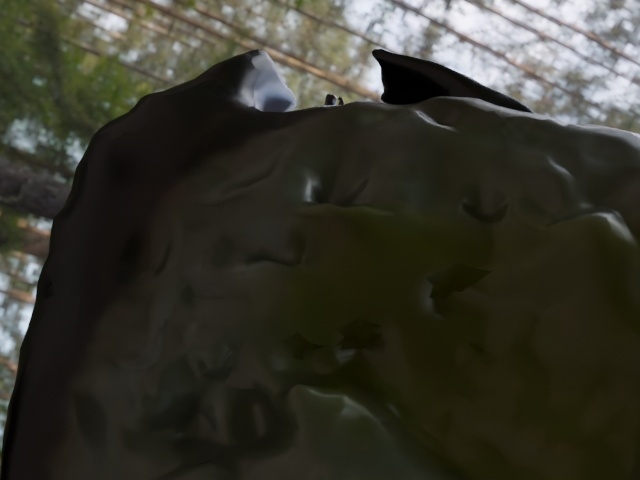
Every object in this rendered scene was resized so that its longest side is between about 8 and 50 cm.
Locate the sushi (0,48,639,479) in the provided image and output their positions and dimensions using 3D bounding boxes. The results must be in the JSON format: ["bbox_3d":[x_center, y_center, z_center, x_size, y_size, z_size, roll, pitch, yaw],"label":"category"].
[{"bbox_3d":[0.027,0.097,0.503,0.281,0.299,0.294,-54,170,-17],"label":"sushi"}]

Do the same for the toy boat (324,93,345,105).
[{"bbox_3d":[0.005,0.029,0.980,0.318,0.072,0.219,139,-63,-64],"label":"toy boat"}]
